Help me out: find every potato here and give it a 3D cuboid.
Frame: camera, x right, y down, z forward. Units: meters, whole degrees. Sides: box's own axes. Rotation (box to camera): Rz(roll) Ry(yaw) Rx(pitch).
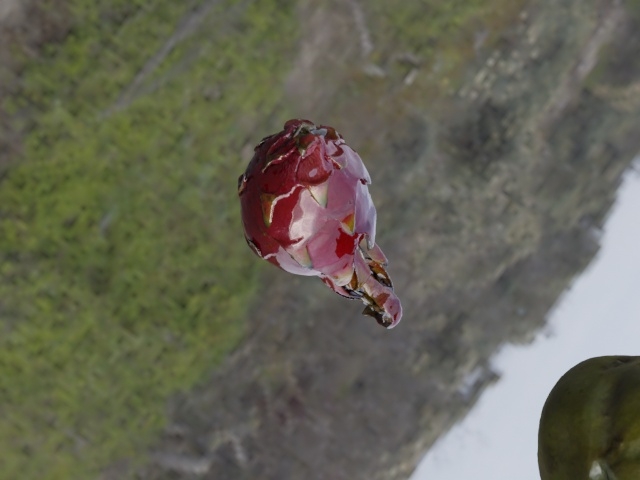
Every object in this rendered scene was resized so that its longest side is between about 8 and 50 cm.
[{"bbox_3d":[0.254,0.193,1.185,0.148,0.228,0.197,-28,-163,-25],"label":"potato"}]

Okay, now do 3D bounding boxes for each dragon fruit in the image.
[{"bbox_3d":[0.000,0.000,1.121,0.094,0.094,0.190,-52,139,-28],"label":"dragon fruit"}]
